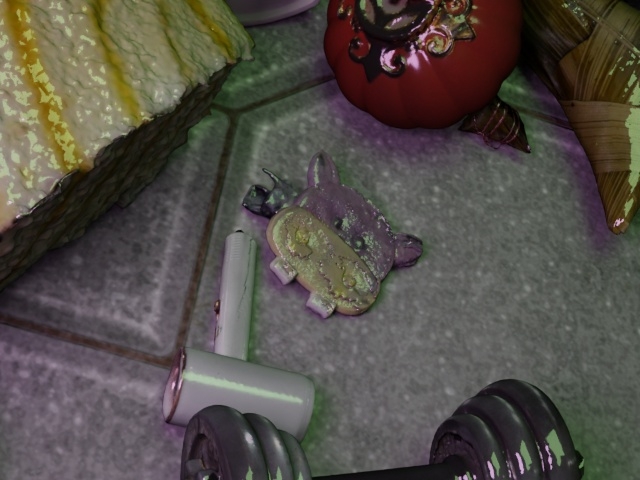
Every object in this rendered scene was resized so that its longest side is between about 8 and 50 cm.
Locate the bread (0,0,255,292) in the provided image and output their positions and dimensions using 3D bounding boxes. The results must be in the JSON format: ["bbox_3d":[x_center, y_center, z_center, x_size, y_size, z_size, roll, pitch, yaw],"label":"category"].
[{"bbox_3d":[-0.265,-0.138,1.145,0.264,0.239,0.395,49,34,-2],"label":"bread"}]

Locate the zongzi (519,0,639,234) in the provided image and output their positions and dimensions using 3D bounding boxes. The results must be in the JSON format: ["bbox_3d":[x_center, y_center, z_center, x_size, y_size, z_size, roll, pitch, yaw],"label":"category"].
[{"bbox_3d":[0.311,-0.163,1.538,0.286,0.134,0.288,33,59,12],"label":"zongzi"}]

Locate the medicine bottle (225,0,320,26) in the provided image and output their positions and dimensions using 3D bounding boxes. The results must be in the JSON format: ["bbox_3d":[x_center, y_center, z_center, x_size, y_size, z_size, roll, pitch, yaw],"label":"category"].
[{"bbox_3d":[-0.117,-0.410,1.545,0.179,0.124,0.324,-15,64,-21],"label":"medicine bottle"}]

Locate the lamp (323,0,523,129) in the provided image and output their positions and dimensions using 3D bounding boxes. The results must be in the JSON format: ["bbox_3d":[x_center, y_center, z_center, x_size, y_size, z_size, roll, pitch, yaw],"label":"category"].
[{"bbox_3d":[0.110,-0.235,1.448,0.227,0.227,0.227,10,54,-14],"label":"lamp"}]

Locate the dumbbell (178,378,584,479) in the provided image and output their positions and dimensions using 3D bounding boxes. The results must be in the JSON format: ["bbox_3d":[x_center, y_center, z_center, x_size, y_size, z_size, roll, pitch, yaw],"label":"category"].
[{"bbox_3d":[0.049,0.217,1.131,0.406,0.179,0.179,-3,58,-22],"label":"dumbbell"}]

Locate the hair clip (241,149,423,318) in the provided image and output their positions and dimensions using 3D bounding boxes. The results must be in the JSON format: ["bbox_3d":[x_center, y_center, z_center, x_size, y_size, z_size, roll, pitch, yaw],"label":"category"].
[{"bbox_3d":[0.002,-0.004,1.349,0.187,0.056,0.146,37,59,3],"label":"hair clip"}]

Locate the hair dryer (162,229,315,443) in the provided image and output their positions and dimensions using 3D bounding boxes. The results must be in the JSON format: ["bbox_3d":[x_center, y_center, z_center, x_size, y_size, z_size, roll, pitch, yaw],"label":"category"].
[{"bbox_3d":[-0.075,0.086,1.261,0.131,0.073,0.236,13,44,-14],"label":"hair dryer"}]

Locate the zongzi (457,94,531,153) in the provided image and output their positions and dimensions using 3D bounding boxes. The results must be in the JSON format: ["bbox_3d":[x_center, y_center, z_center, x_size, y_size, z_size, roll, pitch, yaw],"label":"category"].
[{"bbox_3d":[0.216,-0.129,1.519,0.083,0.067,0.073,3,47,-40],"label":"zongzi"}]
